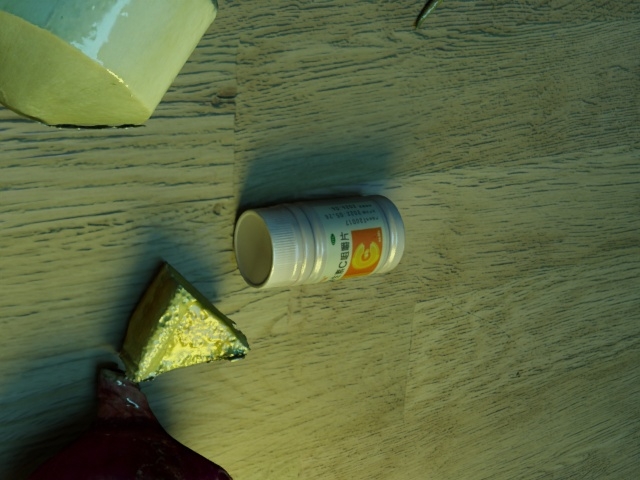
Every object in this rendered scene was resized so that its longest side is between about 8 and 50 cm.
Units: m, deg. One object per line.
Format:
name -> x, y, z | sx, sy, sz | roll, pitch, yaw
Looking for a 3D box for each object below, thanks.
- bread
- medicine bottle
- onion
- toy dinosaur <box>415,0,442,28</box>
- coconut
bread -> -0.199, 0.148, 1.516 | 0.160, 0.140, 0.169 | 28, 96, -28
medicine bottle -> 0.000, 0.000, 1.600 | 0.250, 0.133, 0.133 | -5, 112, -33
onion -> -0.286, 0.366, 1.477 | 0.348, 0.348, 0.385 | 6, 71, -37
toy dinosaur -> 0.241, -0.478, 1.622 | 0.200, 0.072, 0.251 | -10, 127, -20
coconut -> -0.279, -0.277, 1.187 | 0.323, 0.323, 0.323 | -14, 117, -30
